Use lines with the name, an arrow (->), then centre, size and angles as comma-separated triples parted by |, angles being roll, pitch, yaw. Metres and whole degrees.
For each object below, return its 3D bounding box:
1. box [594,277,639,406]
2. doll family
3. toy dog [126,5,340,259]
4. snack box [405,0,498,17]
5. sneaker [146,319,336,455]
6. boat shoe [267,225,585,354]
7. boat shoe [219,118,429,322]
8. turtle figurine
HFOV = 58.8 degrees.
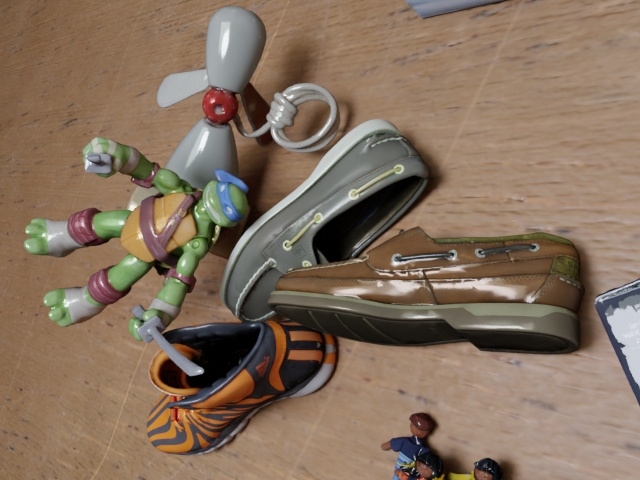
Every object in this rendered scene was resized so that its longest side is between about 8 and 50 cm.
box -> 0.286, 0.120, 0.363 | 0.108, 0.153, 0.207 | -29, 61, 31
doll family -> 0.116, 0.235, 0.525 | 0.193, 0.076, 0.111 | 12, 91, 43
toy dog -> -0.141, -0.131, 0.781 | 0.333, 0.220, 0.161 | -50, 15, 13
snack box -> 0.186, -0.371, 0.628 | 0.175, 0.070, 0.207 | 3, 82, 40
sneaker -> -0.151, 0.171, 0.687 | 0.321, 0.180, 0.124 | -38, 58, 26
boat shoe -> 0.095, 0.045, 0.569 | 0.307, 0.110, 0.104 | 2, 67, 24
boat shoe -> -0.003, -0.001, 0.660 | 0.305, 0.109, 0.091 | -46, 49, 16
turtle figurine -> -0.226, 0.005, 0.610 | 0.266, 0.197, 0.274 | -21, 29, 27
